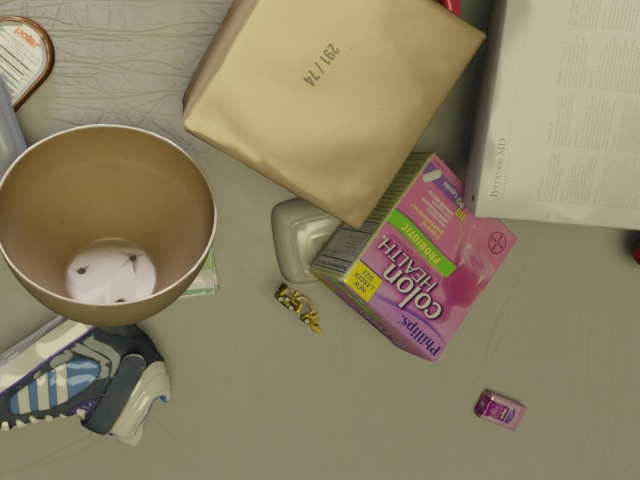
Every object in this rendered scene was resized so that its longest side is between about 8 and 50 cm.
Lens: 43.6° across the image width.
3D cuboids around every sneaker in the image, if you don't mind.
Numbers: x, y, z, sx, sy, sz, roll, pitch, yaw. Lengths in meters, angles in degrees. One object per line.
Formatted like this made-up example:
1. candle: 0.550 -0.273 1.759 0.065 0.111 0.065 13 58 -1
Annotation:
1. sneaker: -0.385 0.255 1.214 0.322 0.130 0.236 -36 105 -8

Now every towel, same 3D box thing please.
1. towel: -0.223 0.020 1.247 0.113 0.023 0.152 -9 106 -11

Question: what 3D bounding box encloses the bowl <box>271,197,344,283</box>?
1. bowl: 0.000 0.000 1.277 0.142 0.053 0.142 -12 107 -11

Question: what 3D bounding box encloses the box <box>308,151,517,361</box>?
1. box: 0.146 0.022 1.241 0.213 0.117 0.243 42 78 -24

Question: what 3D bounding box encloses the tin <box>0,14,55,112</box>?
1. tin: -0.457 -0.231 1.124 0.106 0.040 0.190 42 92 -23

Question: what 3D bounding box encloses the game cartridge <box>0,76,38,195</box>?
1. game cartridge: -0.560 -0.123 1.095 0.294 0.060 0.196 -14 108 -1

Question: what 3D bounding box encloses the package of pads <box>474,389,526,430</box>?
1. package of pads: 0.324 0.305 1.439 0.083 0.032 0.050 23 95 -17

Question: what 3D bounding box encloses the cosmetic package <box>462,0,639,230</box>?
1. cosmetic package: 0.370 -0.212 1.119 0.284 0.097 0.377 5 105 -6

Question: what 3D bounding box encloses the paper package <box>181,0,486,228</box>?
1. paper package: 0.007 -0.235 1.112 0.309 0.168 0.325 30 101 -18

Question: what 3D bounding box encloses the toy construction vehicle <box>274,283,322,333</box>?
1. toy construction vehicle: -0.033 0.102 1.278 0.098 0.086 0.035 43 86 -18

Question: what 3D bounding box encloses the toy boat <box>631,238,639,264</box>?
1. toy boat: 0.622 -0.058 1.372 0.231 0.151 0.151 -34 80 -2

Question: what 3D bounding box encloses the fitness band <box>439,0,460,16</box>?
1. fitness band: 0.071 -0.353 1.201 0.290 0.054 0.209 17 100 -15

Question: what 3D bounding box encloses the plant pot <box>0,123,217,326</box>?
1. plant pot: -0.292 0.008 1.117 0.284 0.284 0.191 -1 148 -13
